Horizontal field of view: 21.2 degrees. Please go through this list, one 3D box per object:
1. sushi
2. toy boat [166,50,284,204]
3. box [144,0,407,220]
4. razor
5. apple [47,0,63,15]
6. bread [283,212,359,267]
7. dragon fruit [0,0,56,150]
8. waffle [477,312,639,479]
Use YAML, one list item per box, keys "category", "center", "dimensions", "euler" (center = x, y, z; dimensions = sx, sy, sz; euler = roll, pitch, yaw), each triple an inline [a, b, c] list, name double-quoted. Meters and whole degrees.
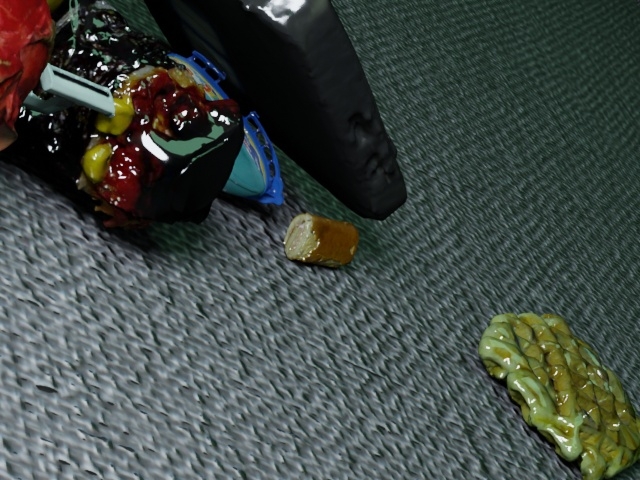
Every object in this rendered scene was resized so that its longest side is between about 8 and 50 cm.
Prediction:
- category: "sushi"
  center: [-0.147, -0.085, 1.393]
  dimensions: [0.150, 0.153, 0.172]
  euler: [30, -6, 30]
- category: "toy boat"
  center: [-0.089, -0.103, 1.606]
  dimensions: [0.175, 0.091, 0.110]
  euler: [48, 26, 5]
- category: "box"
  center: [-0.072, -0.202, 1.595]
  dimensions: [0.359, 0.091, 0.350]
  euler: [44, -10, 34]
- category: "razor"
  center: [-0.263, -0.126, 1.315]
  dimensions: [0.211, 0.036, 0.084]
  euler: [13, -4, 29]
- category: "apple"
  center: [-0.297, -0.306, 1.400]
  dimensions: [0.301, 0.301, 0.301]
  euler: [35, 23, -17]
- category: "bread"
  center: [0.000, 0.000, 1.626]
  dimensions: [0.036, 0.047, 0.083]
  euler: [19, 4, 36]
- category: "dragon fruit"
  center: [-0.302, -0.156, 1.177]
  dimensions: [0.241, 0.241, 0.252]
  euler: [22, 17, -40]
- category: "waffle"
  center: [0.254, 0.149, 1.752]
  dimensions: [0.204, 0.054, 0.223]
  euler: [48, 23, 17]
